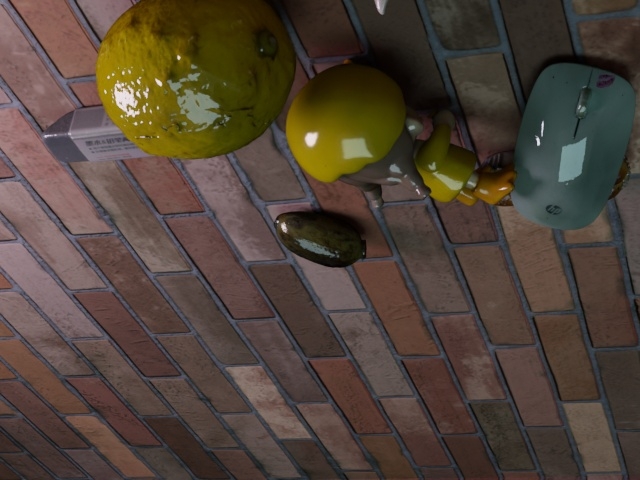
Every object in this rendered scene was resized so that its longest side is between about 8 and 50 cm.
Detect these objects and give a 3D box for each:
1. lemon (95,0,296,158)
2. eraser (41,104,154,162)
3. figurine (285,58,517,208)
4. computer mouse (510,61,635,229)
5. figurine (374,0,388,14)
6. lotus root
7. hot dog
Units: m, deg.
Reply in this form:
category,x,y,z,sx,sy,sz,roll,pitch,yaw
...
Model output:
category,x,y,z,sx,sy,sz,roll,pitch,yaw
lemon,-0.174,-0.234,1.932,0.284,0.260,0.260,-22,141,17
eraser,-0.275,-0.178,2.227,0.351,0.061,0.089,-4,149,18
figurine,0.117,-0.141,2.082,0.343,0.187,0.215,21,158,-18
computer mouse,0.369,-0.130,2.074,0.159,0.097,0.288,17,135,8
figurine,0.098,-0.390,1.623,0.155,0.236,0.127,-22,139,39
lotus root,0.000,0.000,2.449,0.179,0.081,0.089,17,148,-14
hot dog,0.367,-0.102,2.212,0.252,0.069,0.131,-5,140,20
